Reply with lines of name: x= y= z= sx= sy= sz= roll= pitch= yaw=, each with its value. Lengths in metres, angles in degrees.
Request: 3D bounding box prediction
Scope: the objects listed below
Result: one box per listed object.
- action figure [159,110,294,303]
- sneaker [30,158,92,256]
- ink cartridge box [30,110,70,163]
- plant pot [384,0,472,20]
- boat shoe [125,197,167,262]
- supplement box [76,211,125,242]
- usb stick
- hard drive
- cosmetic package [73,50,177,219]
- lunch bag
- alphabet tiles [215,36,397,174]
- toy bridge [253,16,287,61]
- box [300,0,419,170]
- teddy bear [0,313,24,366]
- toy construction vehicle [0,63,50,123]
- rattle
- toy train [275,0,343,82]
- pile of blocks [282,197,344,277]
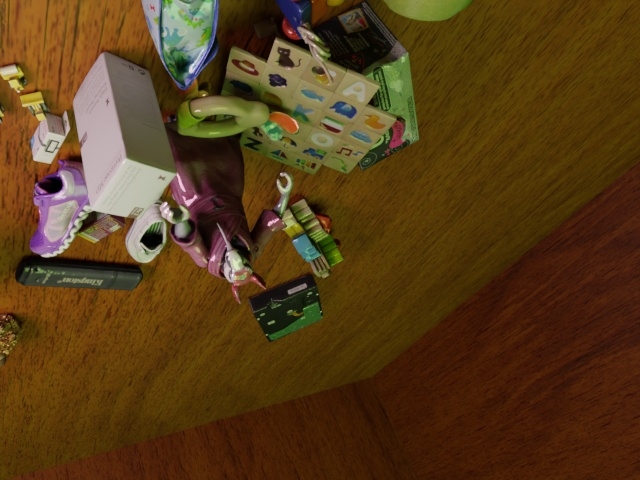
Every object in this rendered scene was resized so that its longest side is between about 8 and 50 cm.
action figure: x=-0.201 y=-0.042 z=0.901 sx=0.248 sy=0.370 sz=0.276 roll=-3 pitch=148 yaw=-33
sneaker: x=-0.490 y=-0.066 z=0.931 sx=0.236 sy=0.095 sz=0.104 roll=-43 pitch=142 yaw=21
ink cartridge box: x=-0.444 y=-0.173 z=0.818 sx=0.028 sy=0.048 sz=0.083 roll=10 pitch=135 yaw=-48
plant pot: x=0.167 y=-0.450 z=0.657 sx=0.275 sy=0.276 sz=0.254 roll=-18 pitch=164 yaw=-13
boat shoe: x=-0.392 y=-0.002 z=1.127 sx=0.083 sy=0.076 sz=0.226 roll=-10 pitch=149 yaw=-27
supplement box: x=-0.461 y=-0.038 z=1.043 sx=0.083 sy=0.043 sz=0.055 roll=-28 pitch=152 yaw=7
usb stick: x=-0.555 y=0.083 z=1.173 sx=0.077 sy=0.045 sz=0.278 roll=-41 pitch=148 yaw=29
hard drive: x=-0.115 y=0.251 z=1.812 sx=0.236 sy=0.064 sz=0.339 roll=-22 pitch=152 yaw=-6
cosmetic package: x=-0.302 y=-0.160 z=0.758 sx=0.085 sy=0.231 sz=0.117 roll=14 pitch=133 yaw=-46
lunch bag: x=-0.200 y=-0.311 z=0.696 sx=0.096 sy=0.129 sz=0.151 roll=-9 pitch=148 yaw=-27
alphabet tiles: x=-0.039 y=-0.217 z=0.891 sx=0.285 sy=0.011 sz=0.342 roll=20 pitch=159 yaw=-12
toy bridge: x=-0.072 y=-0.319 z=0.898 sx=0.063 sy=0.026 sz=0.188 roll=-24 pitch=153 yaw=-8
box: x=0.081 y=-0.279 z=0.945 sx=0.142 sy=0.163 sz=0.247 roll=-29 pitch=152 yaw=2
teddy bear: x=-0.887 y=0.283 z=1.177 sx=0.337 sy=0.113 sz=0.245 roll=-9 pitch=151 yaw=-28
toy construction vehicle: x=-0.465 y=-0.211 z=0.749 sx=0.085 sy=0.035 sz=0.098 roll=-17 pitch=151 yaw=-16
rattle: x=-0.147 y=-0.243 z=0.839 sx=0.199 sy=0.143 sz=0.130 roll=-10 pitch=157 yaw=-18
toy train: x=0.011 y=-0.344 z=0.693 sx=0.143 sy=0.248 sz=0.105 roll=-30 pitch=170 yaw=-7
pile of blocks: x=0.000 y=0.000 z=1.380 sx=0.112 sy=0.149 sz=0.362 roll=-29 pitch=152 yaw=7
